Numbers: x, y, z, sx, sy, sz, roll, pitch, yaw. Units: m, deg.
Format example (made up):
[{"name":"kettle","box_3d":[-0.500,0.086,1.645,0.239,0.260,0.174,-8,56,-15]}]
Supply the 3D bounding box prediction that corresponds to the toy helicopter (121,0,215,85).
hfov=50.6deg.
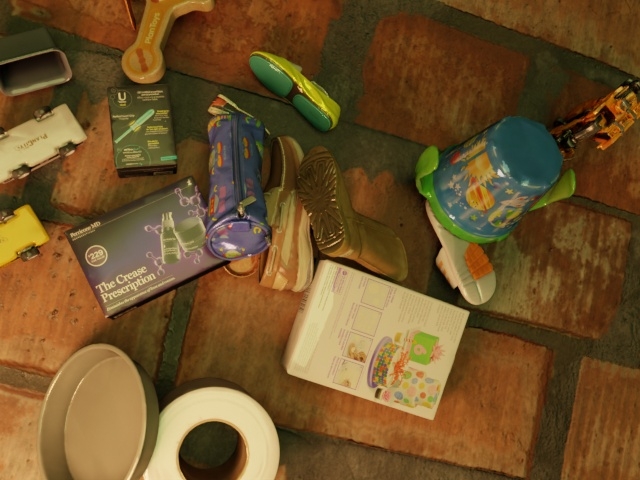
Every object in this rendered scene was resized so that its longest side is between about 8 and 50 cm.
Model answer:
[{"name":"toy helicopter","box_3d":[-0.329,-0.474,1.344,0.235,0.140,0.354,12,75,5]}]

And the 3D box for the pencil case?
[{"name":"pencil case","box_3d":[-0.159,-0.111,1.295,0.120,0.133,0.306,3,55,-13]}]

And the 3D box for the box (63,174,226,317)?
[{"name":"box","box_3d":[-0.329,0.014,1.315,0.261,0.103,0.184,-27,86,-12]}]

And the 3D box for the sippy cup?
[{"name":"sippy cup","box_3d":[0.370,-0.138,1.407,0.306,0.224,0.240,-30,81,-26]}]

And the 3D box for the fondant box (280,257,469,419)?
[{"name":"fondant box","box_3d":[0.112,0.201,1.396,0.331,0.096,0.238,20,85,-11]}]

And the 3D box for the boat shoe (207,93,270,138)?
[{"name":"boat shoe","box_3d":[-0.168,-0.250,1.410,0.137,0.049,0.043,35,82,-5]}]

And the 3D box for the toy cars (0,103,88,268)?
[{"name":"toy cars","box_3d":[-0.580,-0.084,1.284,0.177,0.087,0.393,19,78,-16]}]

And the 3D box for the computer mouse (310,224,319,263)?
[{"name":"computer mouse","box_3d":[0.000,0.000,1.436,0.071,0.041,0.241,7,90,-13]}]

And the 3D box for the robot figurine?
[{"name":"robot figurine","box_3d":[0.571,-0.243,1.455,0.211,0.291,0.085,-42,95,-13]}]

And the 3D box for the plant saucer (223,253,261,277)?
[{"name":"plant saucer","box_3d":[-0.164,0.035,1.402,0.084,0.013,0.083,1,85,-14]}]

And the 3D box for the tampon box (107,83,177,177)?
[{"name":"tampon box","box_3d":[-0.350,-0.214,1.336,0.121,0.101,0.160,-6,85,-14]}]

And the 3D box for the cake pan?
[{"name":"cake pan","box_3d":[-0.397,0.333,1.213,0.054,0.293,0.293,25,76,-52]}]

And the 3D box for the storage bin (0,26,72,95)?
[{"name":"storage bin","box_3d":[-0.564,-0.349,1.312,0.135,0.098,0.091,-19,62,-14]}]

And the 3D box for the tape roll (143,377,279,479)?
[{"name":"tape roll","box_3d":[-0.209,0.390,1.279,0.246,0.169,0.246,1,85,-14]}]

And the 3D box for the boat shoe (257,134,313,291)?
[{"name":"boat shoe","box_3d":[-0.085,-0.056,1.370,0.117,0.123,0.324,-2,83,-19]}]

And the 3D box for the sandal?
[{"name":"sandal","box_3d":[0.295,0.025,1.485,0.102,0.076,0.265,-9,66,-28]}]

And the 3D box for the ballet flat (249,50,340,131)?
[{"name":"ballet flat","box_3d":[-0.048,-0.328,1.440,0.231,0.077,0.077,41,56,-9]}]

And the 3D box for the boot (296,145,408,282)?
[{"name":"boot","box_3d":[0.069,-0.043,1.365,0.089,0.270,0.236,-20,68,28]}]
